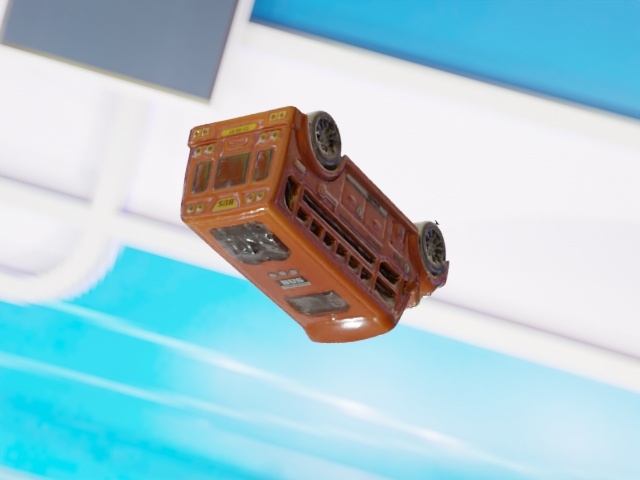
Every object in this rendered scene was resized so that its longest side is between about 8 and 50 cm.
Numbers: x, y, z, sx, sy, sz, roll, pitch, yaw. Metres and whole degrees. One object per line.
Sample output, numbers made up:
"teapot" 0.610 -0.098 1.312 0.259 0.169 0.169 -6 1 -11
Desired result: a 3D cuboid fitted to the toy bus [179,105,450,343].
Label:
"toy bus" 0.000 0.000 1.887 0.143 0.153 0.329 -10 146 31
